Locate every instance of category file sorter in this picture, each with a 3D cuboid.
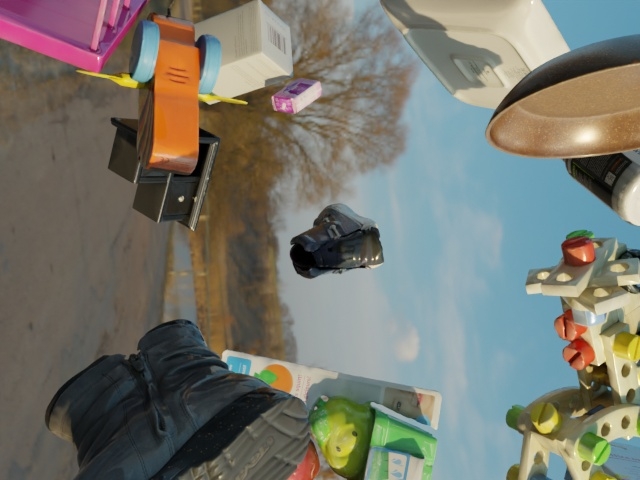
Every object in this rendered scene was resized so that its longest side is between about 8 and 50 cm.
[{"bbox_3d":[-0.272,-0.340,0.758,0.290,0.202,0.182,-89,-159,-56],"label":"file sorter"}]

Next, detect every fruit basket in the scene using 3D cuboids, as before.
[{"bbox_3d":[-0.009,0.359,1.117,0.165,0.353,0.327,153,-50,-79],"label":"fruit basket"}]

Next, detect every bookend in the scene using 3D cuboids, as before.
[{"bbox_3d":[-0.243,-0.094,1.089,0.157,0.072,0.156,-7,120,-56],"label":"bookend"}]

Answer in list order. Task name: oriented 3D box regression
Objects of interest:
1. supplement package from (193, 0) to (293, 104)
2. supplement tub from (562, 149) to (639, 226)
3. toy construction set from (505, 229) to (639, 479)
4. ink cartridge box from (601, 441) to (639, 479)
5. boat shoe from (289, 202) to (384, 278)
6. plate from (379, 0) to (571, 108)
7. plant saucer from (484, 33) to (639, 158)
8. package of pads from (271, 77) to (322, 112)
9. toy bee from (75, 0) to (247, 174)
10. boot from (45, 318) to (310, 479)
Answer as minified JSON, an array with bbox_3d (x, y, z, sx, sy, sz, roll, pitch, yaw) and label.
[{"bbox_3d":[-0.151,-0.321,1.265,0.105,0.179,0.105,24,58,-60],"label":"supplement package"},{"bbox_3d":[0.460,-0.116,1.137,0.190,0.117,0.117,-120,-157,-51],"label":"supplement tub"},{"bbox_3d":[0.282,0.119,0.788,0.151,0.215,0.327,32,-39,48],"label":"toy construction set"},{"bbox_3d":[0.659,0.532,1.494,0.353,0.207,0.119,-137,-120,-75],"label":"ink cartridge box"},{"bbox_3d":[0.000,0.000,1.516,0.340,0.158,0.127,-165,-116,-74],"label":"boat shoe"},{"bbox_3d":[0.242,-0.263,1.075,0.278,0.277,0.045,21,-102,46],"label":"plate"},{"bbox_3d":[0.224,-0.109,0.556,0.198,0.199,0.036,117,-30,-78],"label":"plant saucer"},{"bbox_3d":[-0.039,-0.246,1.246,0.083,0.050,0.032,-44,137,-42],"label":"package of pads"},{"bbox_3d":[-0.179,-0.213,0.902,0.162,0.195,0.298,-20,-135,62],"label":"toy bee"},{"bbox_3d":[-0.193,0.206,0.650,0.223,0.338,0.118,21,-54,43],"label":"boot"}]
